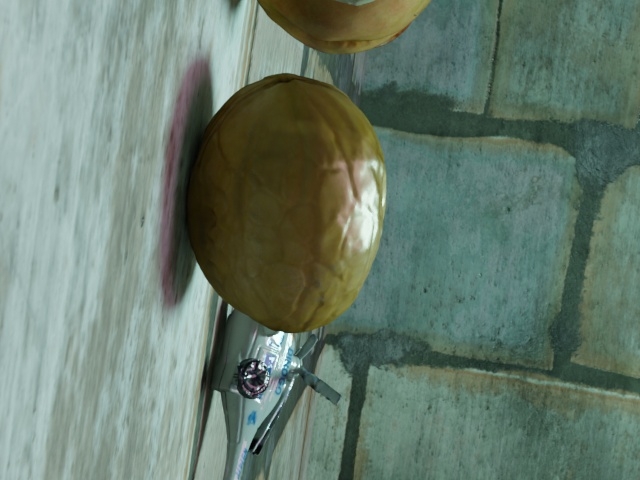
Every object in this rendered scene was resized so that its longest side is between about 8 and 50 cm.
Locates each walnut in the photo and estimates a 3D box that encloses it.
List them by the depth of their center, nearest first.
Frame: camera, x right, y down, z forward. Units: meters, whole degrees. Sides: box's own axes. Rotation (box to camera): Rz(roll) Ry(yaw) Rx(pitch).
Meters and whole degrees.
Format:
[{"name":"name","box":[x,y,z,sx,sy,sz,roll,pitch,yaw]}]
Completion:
[{"name":"walnut","box":[-0.024,-0.026,0.818,0.159,0.159,0.207,-73,169,-64]}]

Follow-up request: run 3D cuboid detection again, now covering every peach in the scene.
[{"name":"peach","box":[0.021,-0.242,0.858,0.184,0.184,0.184,8,90,-86]}]

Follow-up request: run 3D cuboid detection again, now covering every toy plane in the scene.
[{"name":"toy plane","box":[-0.082,0.172,1.050,0.182,0.107,0.273,24,-94,51]}]

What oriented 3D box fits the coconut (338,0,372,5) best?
[{"name":"coconut","box":[0.019,-0.240,0.607,0.234,0.224,0.224,-88,-177,-58]}]

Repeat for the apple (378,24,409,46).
[{"name":"apple","box":[0.066,-0.344,1.460,0.131,0.146,0.146,50,44,-53]}]
